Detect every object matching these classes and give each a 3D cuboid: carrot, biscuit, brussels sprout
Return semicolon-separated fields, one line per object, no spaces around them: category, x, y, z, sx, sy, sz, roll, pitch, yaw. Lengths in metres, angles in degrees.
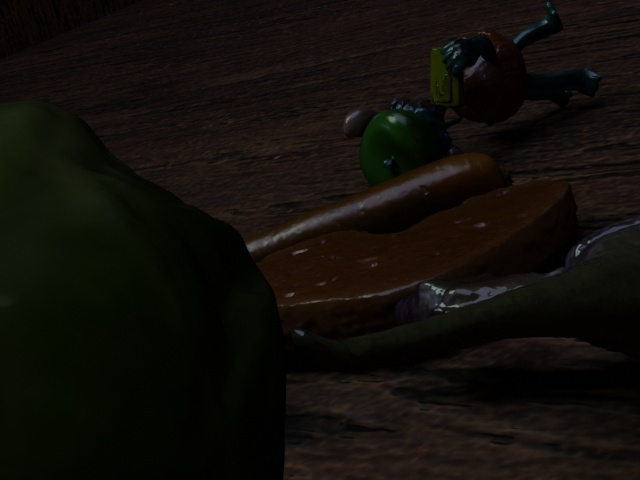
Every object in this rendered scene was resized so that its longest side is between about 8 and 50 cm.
carrot;0.000;0.000;0.872;0.247;0.043;0.043;-20;16;3
biscuit;0.038;0.016;0.778;0.192;0.036;0.186;-7;17;38
brussels sprout;-0.107;0.070;0.416;0.244;0.244;0.244;-17;16;5

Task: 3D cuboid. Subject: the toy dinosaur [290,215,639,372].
toy dinosaur;0.104;0.029;0.529;0.199;0.072;0.251;-6;9;6

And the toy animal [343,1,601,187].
toy animal;0.110;-0.106;0.991;0.208;0.103;0.100;-26;60;-35
